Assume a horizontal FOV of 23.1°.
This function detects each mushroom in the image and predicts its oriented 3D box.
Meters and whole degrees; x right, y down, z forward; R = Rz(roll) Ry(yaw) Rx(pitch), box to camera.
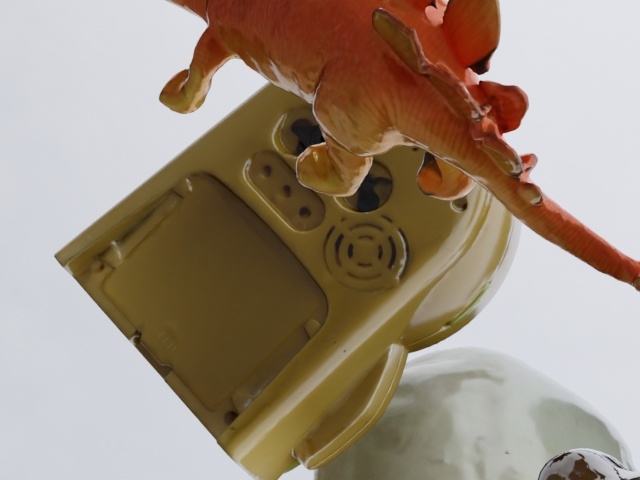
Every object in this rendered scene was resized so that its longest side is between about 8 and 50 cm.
[{"bbox_3d":[0.108,0.263,1.360,0.336,0.314,0.314,-47,-115,46],"label":"mushroom"}]

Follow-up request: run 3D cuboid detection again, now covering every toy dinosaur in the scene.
[{"bbox_3d":[0.022,-0.068,0.579,0.288,0.070,0.117,33,-33,23],"label":"toy dinosaur"}]

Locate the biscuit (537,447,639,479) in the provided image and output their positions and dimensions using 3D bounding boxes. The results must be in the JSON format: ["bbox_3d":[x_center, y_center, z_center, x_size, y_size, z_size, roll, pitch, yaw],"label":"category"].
[{"bbox_3d":[0.144,0.159,0.486,0.268,0.366,0.115,-39,-135,48],"label":"biscuit"}]

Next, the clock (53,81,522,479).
[{"bbox_3d":[0.000,0.000,1.160,0.244,0.317,0.200,47,0,16],"label":"clock"}]
